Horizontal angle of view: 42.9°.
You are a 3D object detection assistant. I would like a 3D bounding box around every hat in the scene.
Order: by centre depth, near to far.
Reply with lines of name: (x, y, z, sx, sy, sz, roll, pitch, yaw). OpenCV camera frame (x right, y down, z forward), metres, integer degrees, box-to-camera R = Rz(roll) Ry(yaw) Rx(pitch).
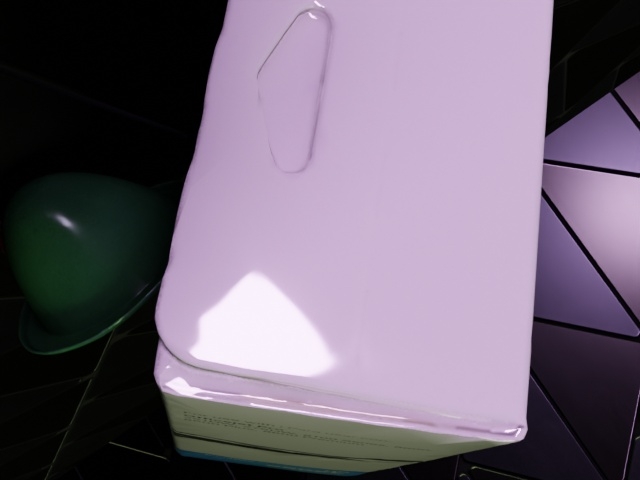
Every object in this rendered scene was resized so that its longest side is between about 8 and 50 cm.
hat: (-0.206, -0.036, 0.574, 0.173, 0.183, 0.208, -31, -149, 11)

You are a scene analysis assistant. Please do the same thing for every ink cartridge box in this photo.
ink cartridge box: (0.000, 0.000, 0.549, 0.166, 0.285, 0.395, 10, 161, -5)
